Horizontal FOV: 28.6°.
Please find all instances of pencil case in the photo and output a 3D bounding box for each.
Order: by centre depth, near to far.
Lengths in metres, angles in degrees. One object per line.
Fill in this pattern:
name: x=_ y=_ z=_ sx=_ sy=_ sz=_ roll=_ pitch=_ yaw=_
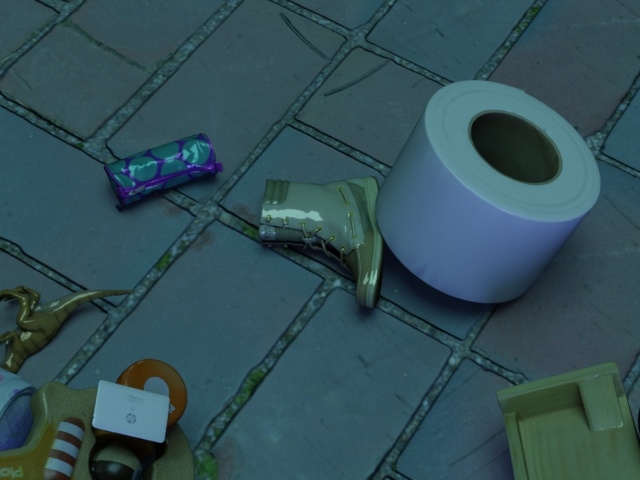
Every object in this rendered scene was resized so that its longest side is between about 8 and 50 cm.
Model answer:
pencil case: x=-0.467 y=0.173 z=1.478 sx=0.273 sy=0.124 sz=0.113 roll=25 pitch=28 yaw=13
pencil case: x=-0.216 y=-0.096 z=1.717 sx=0.151 sy=0.065 sz=0.070 roll=-21 pitch=42 yaw=-17

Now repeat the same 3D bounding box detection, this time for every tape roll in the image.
tape roll: x=0.213 y=-0.064 z=1.615 sx=0.246 sy=0.169 sz=0.246 roll=14 pitch=46 yaw=-15

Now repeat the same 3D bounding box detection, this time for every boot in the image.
boot: x=0.000 y=0.000 z=1.654 sx=0.165 sy=0.077 sz=0.213 roll=1 pitch=49 yaw=-4

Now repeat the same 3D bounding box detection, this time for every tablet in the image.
tablet: x=-0.205 y=0.186 z=1.363 sx=0.083 sy=0.006 sz=0.054 roll=17 pitch=59 yaw=-23

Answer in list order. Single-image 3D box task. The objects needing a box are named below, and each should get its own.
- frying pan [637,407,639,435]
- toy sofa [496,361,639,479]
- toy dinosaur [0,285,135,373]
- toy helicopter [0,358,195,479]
frying pan: x=0.458 y=0.275 z=1.423 sx=0.053 sy=0.326 sz=0.197 roll=-40 pitch=41 yaw=20
toy sofa: x=0.302 y=0.327 z=1.369 sx=0.150 sy=0.177 sz=0.363 roll=-16 pitch=40 yaw=12
toy dinosaur: x=-0.350 y=0.099 z=1.581 sx=0.211 sy=0.064 sz=0.112 roll=-42 pitch=84 yaw=-18
toy helicopter: x=-0.296 y=0.268 z=1.354 sx=0.355 sy=0.140 sz=0.235 roll=-1 pitch=67 yaw=-35
